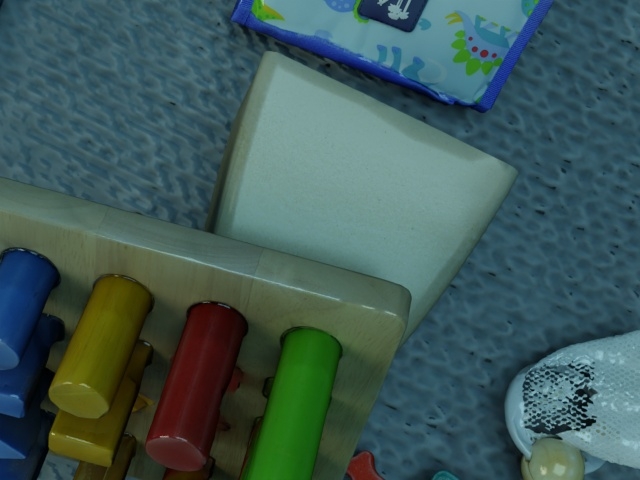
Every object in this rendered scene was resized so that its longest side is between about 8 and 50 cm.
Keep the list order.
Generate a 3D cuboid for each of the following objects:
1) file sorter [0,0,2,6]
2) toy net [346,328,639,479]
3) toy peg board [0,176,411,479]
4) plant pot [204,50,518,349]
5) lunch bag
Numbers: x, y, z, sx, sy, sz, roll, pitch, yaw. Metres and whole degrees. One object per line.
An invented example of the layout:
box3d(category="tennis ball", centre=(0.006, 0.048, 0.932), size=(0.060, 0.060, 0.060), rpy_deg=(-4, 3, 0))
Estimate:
box3d(category="file sorter", centre=(-0.193, -0.125, 0.443), size=(0.118, 0.104, 0.170), rpy_deg=(19, 84, -8))
box3d(category="toy net", centre=(0.070, 0.118, 0.505), size=(0.232, 0.045, 0.122), rpy_deg=(-43, 64, -11))
box3d(category="toy peg board", centre=(-0.067, 0.073, 0.406), size=(0.160, 0.161, 0.079), rpy_deg=(15, 49, -1))
box3d(category="plant pot", centre=(0.000, 0.000, 0.458), size=(0.109, 0.109, 0.096), rpy_deg=(26, 79, -6))
box3d(category="lunch bag", centre=(0.042, -0.147, 0.489), size=(0.129, 0.096, 0.151), rpy_deg=(19, 97, -9))
